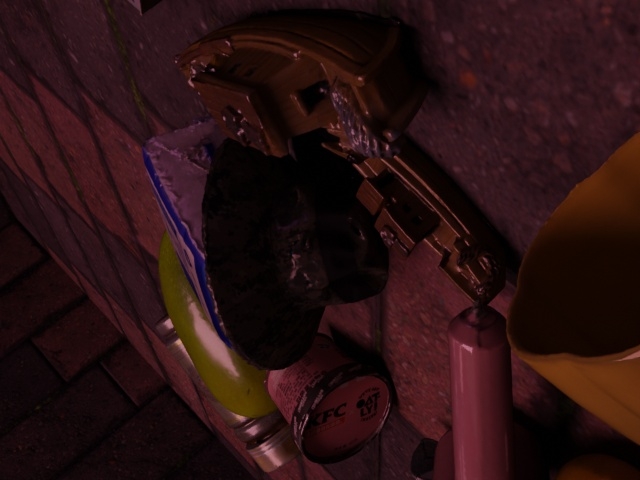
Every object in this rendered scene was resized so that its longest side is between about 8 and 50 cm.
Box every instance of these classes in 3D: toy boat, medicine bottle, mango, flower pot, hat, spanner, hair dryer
[{"bbox_3d":[0.079,-0.025,0.742,0.206,0.072,0.064,46,157,11],"label":"toy boat"},{"bbox_3d":[-0.138,0.232,1.496,0.322,0.151,0.151,53,159,-3],"label":"medicine bottle"},{"bbox_3d":[-0.145,0.116,1.317,0.192,0.156,0.343,-11,110,51],"label":"mango"},{"bbox_3d":[0.223,0.041,0.423,0.179,0.195,0.195,42,161,-11],"label":"flower pot"},{"bbox_3d":[-0.041,-0.136,0.744,0.321,0.121,0.089,23,151,51],"label":"toy boat"},{"bbox_3d":[0.000,0.000,0.845,0.128,0.265,0.265,-8,127,20],"label":"hat"},{"bbox_3d":[0.202,0.309,0.962,0.026,0.093,0.325,56,169,-31],"label":"spanner"},{"bbox_3d":[0.273,0.268,0.797,0.130,0.092,0.195,39,161,26],"label":"mango"},{"bbox_3d":[0.157,0.188,0.795,0.125,0.210,0.352,1,122,13],"label":"hair dryer"}]

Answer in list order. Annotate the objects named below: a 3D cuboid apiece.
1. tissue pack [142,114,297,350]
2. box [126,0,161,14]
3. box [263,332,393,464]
[{"bbox_3d":[-0.111,-0.003,1.070,0.209,0.137,0.270,56,166,26],"label":"tissue pack"},{"bbox_3d":[-0.280,-0.405,0.891,0.325,0.047,0.180,47,159,13],"label":"box"},{"bbox_3d":[0.004,0.212,1.189,0.135,0.151,0.151,40,157,47],"label":"box"}]
